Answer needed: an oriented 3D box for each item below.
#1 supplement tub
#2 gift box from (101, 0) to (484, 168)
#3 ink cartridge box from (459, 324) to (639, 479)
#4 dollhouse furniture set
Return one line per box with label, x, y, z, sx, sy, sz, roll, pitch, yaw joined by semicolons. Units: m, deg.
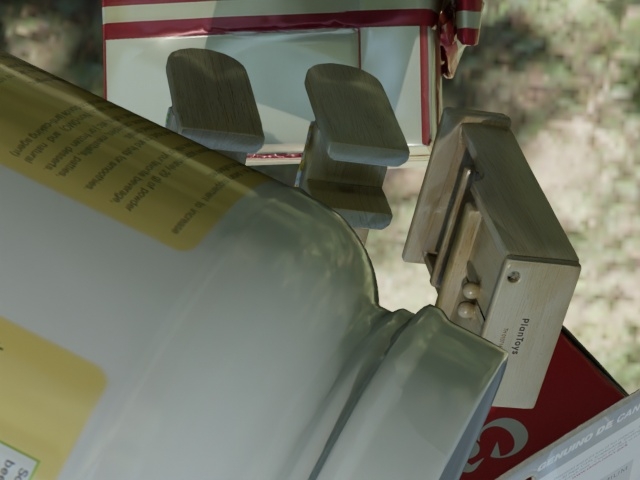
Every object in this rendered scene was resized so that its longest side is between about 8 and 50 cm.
supplement tub;-0.126;0.058;0.634;0.331;0.241;0.241;26;152;9
gift box;-0.012;-0.186;1.303;0.258;0.276;0.255;0;-176;5
ink cartridge box;0.080;0.200;1.283;0.309;0.130;0.272;-28;145;-23
dollhouse furniture set;0.000;0.000;1.025;0.242;0.161;0.212;6;121;-15
